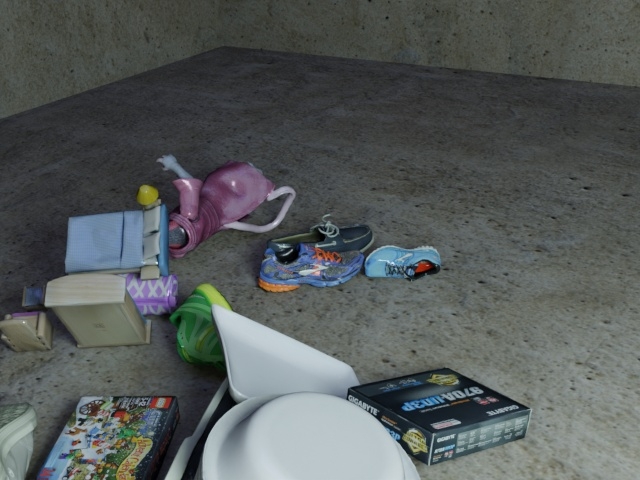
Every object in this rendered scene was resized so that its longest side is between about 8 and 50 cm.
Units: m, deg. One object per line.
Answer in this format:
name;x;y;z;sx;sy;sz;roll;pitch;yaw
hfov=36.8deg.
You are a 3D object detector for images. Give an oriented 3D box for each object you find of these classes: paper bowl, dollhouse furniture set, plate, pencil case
paper bowl;-0.010;0.300;1.182;0.284;0.148;0.284;13;33;-9
dollhouse furniture set;-0.439;0.022;1.765;0.286;0.198;0.304;-4;61;3
plate;-0.042;0.222;1.461;0.277;0.045;0.278;28;13;-22
pencil case;-0.376;0.107;1.869;0.206;0.087;0.088;-4;9;3

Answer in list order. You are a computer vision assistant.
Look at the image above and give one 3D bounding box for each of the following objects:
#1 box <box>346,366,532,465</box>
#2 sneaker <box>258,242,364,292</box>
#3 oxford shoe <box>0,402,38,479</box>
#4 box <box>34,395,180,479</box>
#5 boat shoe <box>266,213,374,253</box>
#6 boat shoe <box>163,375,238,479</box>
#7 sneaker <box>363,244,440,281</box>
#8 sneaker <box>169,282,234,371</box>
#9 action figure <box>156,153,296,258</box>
box;0.172;0.253;1.414;0.220;0.051;0.175;-3;18;-40
sneaker;-0.018;0.046;1.940;0.221;0.087;0.083;-9;25;-10
oxford shoe;-0.482;0.333;1.351;0.169;0.130;0.449;-16;11;-10
box;-0.315;0.314;1.442;0.159;0.044;0.233;-2;24;6
boat shoe;0.000;0.000;2.050;0.254;0.079;0.095;-14;25;-21
boat shoe;-0.134;0.299;1.370;0.113;0.127;0.340;27;19;1
sneaker;0.166;0.049;1.932;0.162;0.064;0.073;-8;27;-6
sneaker;-0.177;0.186;1.668;0.123;0.109;0.295;-37;35;-8
action figure;-0.268;-0.033;2.112;0.275;0.248;0.370;30;31;9
